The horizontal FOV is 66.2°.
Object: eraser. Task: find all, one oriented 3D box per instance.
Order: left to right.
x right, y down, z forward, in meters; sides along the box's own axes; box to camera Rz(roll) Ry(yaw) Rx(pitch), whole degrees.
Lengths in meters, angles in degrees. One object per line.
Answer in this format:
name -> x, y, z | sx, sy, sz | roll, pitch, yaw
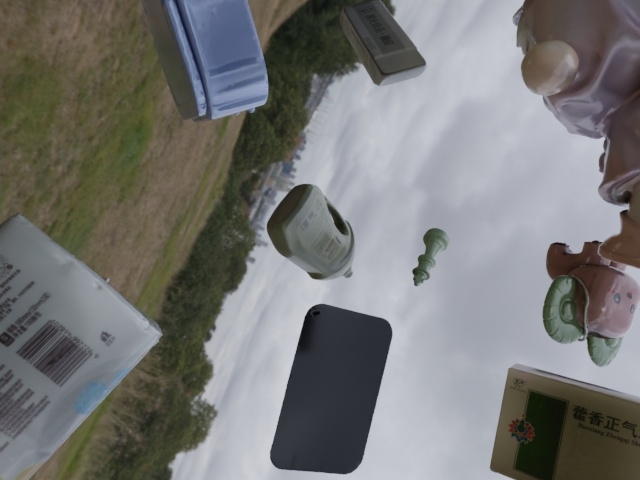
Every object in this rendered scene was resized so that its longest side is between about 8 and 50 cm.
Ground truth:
eraser -> 0.112, -0.393, 0.963 | 0.061, 0.089, 0.351 | 76, -2, -47

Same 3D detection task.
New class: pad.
pad -> 0.050, 0.352, 1.164 | 0.063, 0.315, 0.375 | 3, -104, 65

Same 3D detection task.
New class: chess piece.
chess piece -> 0.230, 0.041, 1.062 | 0.149, 0.059, 0.059 | -55, -179, -35

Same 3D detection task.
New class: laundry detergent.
laundry detergent -> 0.000, 0.000, 1.149 | 0.091, 0.253, 0.181 | -1, -130, 48

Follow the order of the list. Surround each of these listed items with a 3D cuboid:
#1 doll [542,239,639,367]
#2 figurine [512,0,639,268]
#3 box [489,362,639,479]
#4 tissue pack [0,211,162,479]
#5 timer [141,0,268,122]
doll -> 0.640, 0.148, 1.189 | 0.216, 0.284, 0.268 | -9, -126, 64
figurine -> 0.240, -0.114, 0.370 | 0.133, 0.200, 0.275 | -33, -114, 49
box -> 0.383, 0.295, 0.732 | 0.095, 0.212, 0.168 | 21, 81, -54
tissue pack -> -0.280, 0.113, 0.431 | 0.229, 0.159, 0.145 | -50, -165, -17
timer -> -0.228, -0.424, 0.943 | 0.174, 0.394, 0.395 | -20, 180, -16
